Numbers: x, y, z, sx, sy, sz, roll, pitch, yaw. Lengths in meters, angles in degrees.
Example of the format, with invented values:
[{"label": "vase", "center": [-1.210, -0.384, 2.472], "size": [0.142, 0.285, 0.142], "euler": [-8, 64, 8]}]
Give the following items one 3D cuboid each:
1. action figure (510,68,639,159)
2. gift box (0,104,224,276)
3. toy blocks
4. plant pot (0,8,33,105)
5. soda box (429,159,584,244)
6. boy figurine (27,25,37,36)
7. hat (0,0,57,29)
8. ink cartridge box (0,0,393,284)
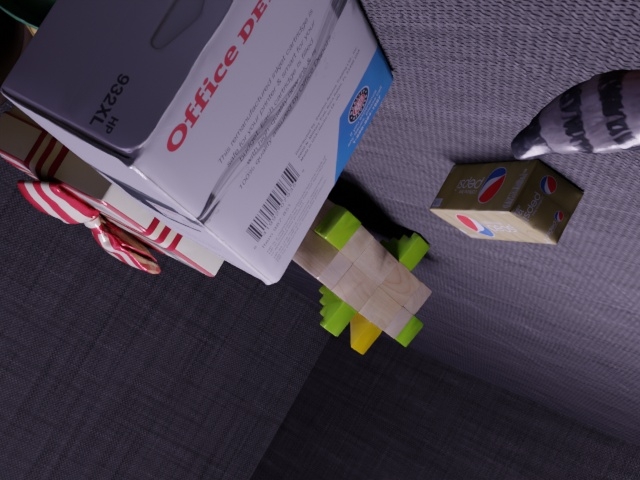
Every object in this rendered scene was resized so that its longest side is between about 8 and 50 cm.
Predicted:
[{"label": "action figure", "center": [0.233, -0.051, 0.437], "size": [0.341, 0.178, 0.330], "euler": [36, 180, -29]}, {"label": "gift box", "center": [-0.222, -0.115, 1.377], "size": [0.276, 0.258, 0.255], "euler": [22, 169, 41]}, {"label": "toy blocks", "center": [0.000, 0.000, 1.728], "size": [0.261, 0.190, 0.381], "euler": [38, 179, 33]}, {"label": "plant pot", "center": [-0.470, -0.281, 1.399], "size": [0.263, 0.263, 0.229], "euler": [32, -170, -15]}, {"label": "soda box", "center": [0.180, -0.038, 1.129], "size": [0.061, 0.058, 0.181], "euler": [32, 173, -17]}, {"label": "boy figurine", "center": [-0.235, -0.204, 1.159], "size": [0.285, 0.092, 0.177], "euler": [51, -178, 20]}, {"label": "hat", "center": [-0.211, -0.298, 1.026], "size": [0.173, 0.183, 0.208], "euler": [37, -145, 7]}, {"label": "ink cartridge box", "center": [-0.076, -0.123, 0.899], "size": [0.129, 0.223, 0.307], "euler": [28, 172, 22]}]
